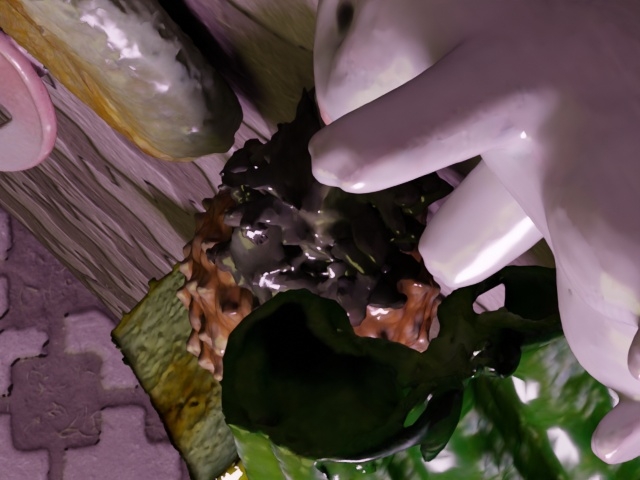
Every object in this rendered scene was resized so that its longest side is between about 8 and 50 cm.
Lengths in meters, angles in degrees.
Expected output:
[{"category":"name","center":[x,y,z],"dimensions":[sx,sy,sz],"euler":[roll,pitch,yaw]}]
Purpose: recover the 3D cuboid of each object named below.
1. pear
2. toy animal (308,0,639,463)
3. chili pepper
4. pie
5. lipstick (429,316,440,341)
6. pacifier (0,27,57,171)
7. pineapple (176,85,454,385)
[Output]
[{"category":"pear","center":[-0.028,0.151,1.742],"dimensions":[0.292,0.159,0.292],"euler":[48,-177,-4]},{"category":"toy animal","center":[0.055,-0.053,0.663],"dimensions":[0.282,0.138,0.140],"euler":[40,174,21]},{"category":"chili pepper","center":[0.103,0.107,0.942],"dimensions":[0.167,0.213,0.385],"euler":[27,171,42]},{"category":"pie","center":[-0.167,-0.156,1.267],"dimensions":[0.306,0.071,0.306],"euler":[43,173,7]},{"category":"lipstick","center":[0.028,0.053,1.376],"dimensions":[0.253,0.079,0.077],"euler":[31,164,42]},{"category":"pacifier","center":[-0.358,-0.161,1.589],"dimensions":[0.332,0.273,0.220],"euler":[46,-174,-18]},{"category":"pineapple","center":[0.000,0.000,1.055],"dimensions":[0.169,0.169,0.340],"euler":[41,167,7]}]
